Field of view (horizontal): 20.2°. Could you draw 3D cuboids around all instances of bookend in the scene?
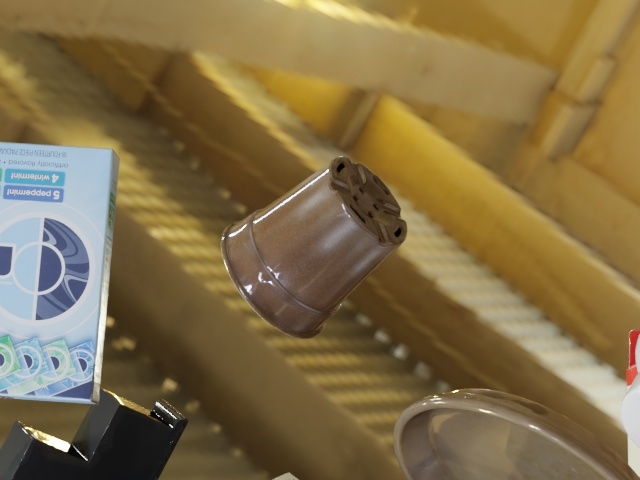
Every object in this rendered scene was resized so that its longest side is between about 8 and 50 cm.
[{"bbox_3d":[-0.240,0.208,1.770,0.157,0.156,0.072,28,180,-29],"label":"bookend"}]

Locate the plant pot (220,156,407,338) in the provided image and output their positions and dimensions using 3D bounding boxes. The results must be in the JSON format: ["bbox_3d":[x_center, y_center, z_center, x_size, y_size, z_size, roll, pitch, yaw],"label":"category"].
[{"bbox_3d":[0.000,0.000,2.072,0.167,0.165,0.167,36,-150,-25],"label":"plant pot"}]

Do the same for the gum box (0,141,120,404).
[{"bbox_3d":[-0.232,0.021,1.306,0.156,0.184,0.041,4,172,2],"label":"gum box"}]

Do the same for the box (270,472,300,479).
[{"bbox_3d":[-0.115,0.417,2.395,0.275,0.094,0.113,-20,-144,-34],"label":"box"}]

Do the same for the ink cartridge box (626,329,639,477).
[{"bbox_3d":[0.445,0.219,2.168,0.134,0.231,0.078,4,167,-11],"label":"ink cartridge box"}]

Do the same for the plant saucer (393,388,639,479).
[{"bbox_3d":[0.194,0.227,1.638,0.278,0.278,0.041,32,-120,9],"label":"plant saucer"}]

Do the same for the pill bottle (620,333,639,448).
[{"bbox_3d":[0.280,0.064,1.225,0.108,0.108,0.193,32,-126,10],"label":"pill bottle"}]
